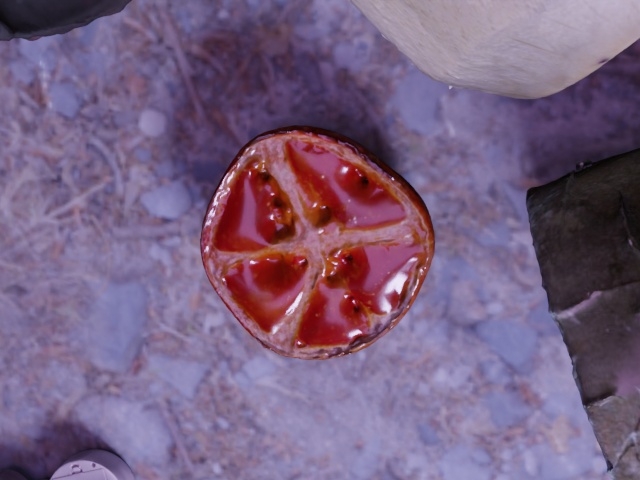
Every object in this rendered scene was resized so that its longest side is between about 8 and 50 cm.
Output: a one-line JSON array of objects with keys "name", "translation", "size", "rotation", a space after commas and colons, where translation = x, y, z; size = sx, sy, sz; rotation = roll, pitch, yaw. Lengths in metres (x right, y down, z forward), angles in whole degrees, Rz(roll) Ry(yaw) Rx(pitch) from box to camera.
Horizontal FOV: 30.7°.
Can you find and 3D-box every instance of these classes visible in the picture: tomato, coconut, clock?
[{"name": "tomato", "translation": [0.000, 0.000, 0.781], "size": [0.155, 0.069, 0.155], "rotation": [3, 102, 12]}, {"name": "coconut", "translation": [0.102, -0.213, 0.610], "size": [0.245, 0.245, 0.247], "rotation": [-38, 91, 20]}, {"name": "clock", "translation": [-0.204, 0.209, 0.904], "size": [0.129, 0.041, 0.087], "rotation": [-7, 99, 12]}]

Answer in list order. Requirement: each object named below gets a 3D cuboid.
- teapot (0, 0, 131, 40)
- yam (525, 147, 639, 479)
[{"name": "teapot", "translation": [-0.204, -0.289, 0.648], "size": [0.362, 0.305, 0.376], "rotation": [51, 153, 6]}, {"name": "yam", "translation": [0.295, 0.016, 0.626], "size": [0.348, 0.241, 0.241], "rotation": [-18, 98, 22]}]
